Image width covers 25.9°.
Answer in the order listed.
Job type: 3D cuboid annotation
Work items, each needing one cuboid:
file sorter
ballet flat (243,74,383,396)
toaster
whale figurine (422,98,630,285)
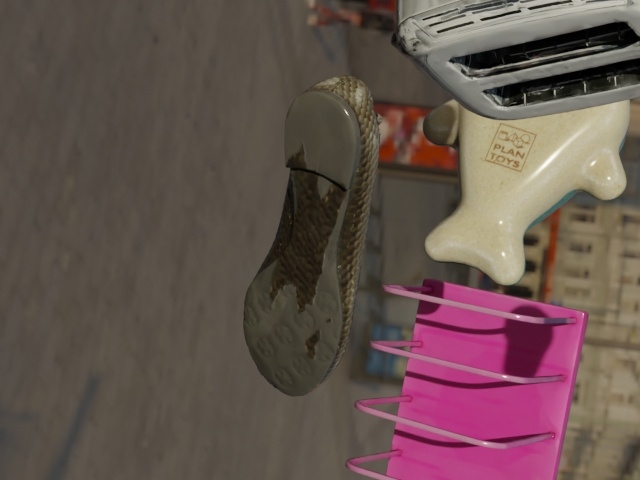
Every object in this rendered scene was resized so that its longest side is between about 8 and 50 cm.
[{"bbox_3d":[0.151,0.201,1.556,0.182,0.202,0.290,6,95,-62],"label":"file sorter"},{"bbox_3d":[0.000,0.000,0.938,0.058,0.084,0.249,-37,144,-48],"label":"ballet flat"},{"bbox_3d":[0.144,-0.163,0.809,0.129,0.227,0.146,33,57,-49],"label":"toaster"},{"bbox_3d":[0.205,-0.077,1.408,0.272,0.216,0.141,-66,160,-15],"label":"whale figurine"}]
